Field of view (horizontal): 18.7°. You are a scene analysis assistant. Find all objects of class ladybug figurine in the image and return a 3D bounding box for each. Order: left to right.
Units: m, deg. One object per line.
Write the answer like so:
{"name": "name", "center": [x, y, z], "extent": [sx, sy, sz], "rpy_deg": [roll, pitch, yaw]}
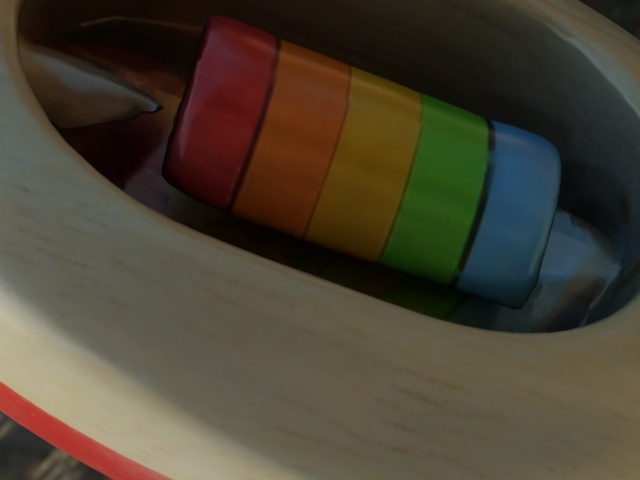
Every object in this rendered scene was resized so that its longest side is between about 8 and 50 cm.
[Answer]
{"name": "ladybug figurine", "center": [0.000, 0.000, 0.768], "extent": [0.305, 0.449, 0.162], "rpy_deg": [-72, 8, -45]}
